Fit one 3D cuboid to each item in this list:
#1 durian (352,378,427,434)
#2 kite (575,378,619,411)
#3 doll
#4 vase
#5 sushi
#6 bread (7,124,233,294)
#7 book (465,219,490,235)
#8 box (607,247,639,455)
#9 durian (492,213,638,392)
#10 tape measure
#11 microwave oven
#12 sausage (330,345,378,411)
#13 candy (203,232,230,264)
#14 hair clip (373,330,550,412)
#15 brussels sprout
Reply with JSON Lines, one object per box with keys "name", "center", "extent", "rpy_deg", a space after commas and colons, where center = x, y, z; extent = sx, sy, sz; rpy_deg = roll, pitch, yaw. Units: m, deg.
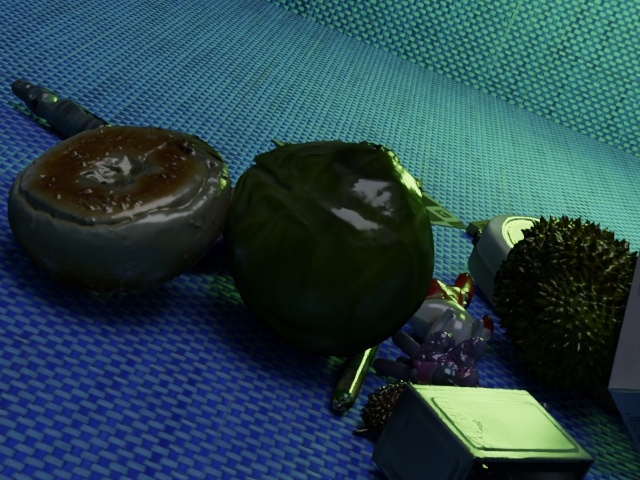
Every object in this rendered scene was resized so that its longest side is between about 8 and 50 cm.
{"name": "durian", "center": [0.102, 0.213, 1.543], "extent": [0.140, 0.071, 0.110], "rpy_deg": [-5, -6, -22]}
{"name": "kite", "center": [0.506, 0.242, 1.999], "extent": [0.141, 0.015, 0.245], "rpy_deg": [31, 24, 23]}
{"name": "doll", "center": [0.190, 0.111, 1.893], "extent": [0.188, 0.099, 0.384], "rpy_deg": [20, 14, -5]}
{"name": "vase", "center": [-0.450, -0.221, 2.078], "extent": [0.211, 0.060, 0.060], "rpy_deg": [31, 22, 21]}
{"name": "sushi", "center": [0.112, -0.146, 2.483], "extent": [0.339, 0.069, 0.320], "rpy_deg": [8, 25, -35]}
{"name": "bread", "center": [-0.261, -0.039, 1.616], "extent": [0.305, 0.159, 0.305], "rpy_deg": [-2, 32, 1]}
{"name": "book", "center": [0.417, 0.003, 2.496], "extent": [0.161, 0.026, 0.231], "rpy_deg": [36, 24, 29]}
{"name": "box", "center": [0.513, 0.146, 1.784], "extent": [0.065, 0.200, 0.343], "rpy_deg": [-5, 43, 33]}
{"name": "durian", "center": [0.398, 0.099, 1.899], "extent": [0.224, 0.291, 0.291], "rpy_deg": [5, 26, -27]}
{"name": "tape measure", "center": [0.404, 0.057, 2.188], "extent": [0.271, 0.133, 0.231], "rpy_deg": [1, 38, -29]}
{"name": "microwave oven", "center": [0.190, 0.265, 1.437], "extent": [0.205, 0.129, 0.163], "rpy_deg": [8, 27, -35]}
{"name": "sausage", "center": [0.050, 0.174, 1.655], "extent": [0.032, 0.033, 0.269], "rpy_deg": [25, 20, 4]}
{"name": "candy", "center": [-0.128, -0.008, 1.876], "extent": [0.275, 0.070, 0.145], "rpy_deg": [-1, 24, -40]}
{"name": "hair clip", "center": [0.204, 0.202, 1.643], "extent": [0.278, 0.137, 0.090], "rpy_deg": [31, -14, 19]}
{"name": "brussels sprout", "center": [0.004, 0.001, 1.688], "extent": [0.354, 0.289, 0.281], "rpy_deg": [35, -21, 40]}
